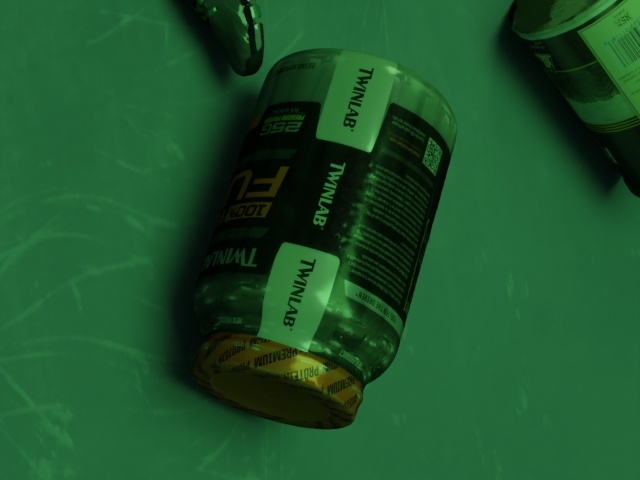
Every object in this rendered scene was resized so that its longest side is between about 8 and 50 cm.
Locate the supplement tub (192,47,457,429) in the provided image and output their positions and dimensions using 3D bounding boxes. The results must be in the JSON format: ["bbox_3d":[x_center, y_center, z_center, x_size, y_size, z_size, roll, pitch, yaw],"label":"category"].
[{"bbox_3d":[0.000,0.000,1.636,0.207,0.207,0.338,32,63,-33],"label":"supplement tub"}]

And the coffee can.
[{"bbox_3d":[0.384,-0.215,1.998,0.275,0.201,0.201,50,56,-23],"label":"coffee can"}]

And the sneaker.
[{"bbox_3d":[-0.129,-0.265,1.669,0.098,0.083,0.223,-17,90,-20],"label":"sneaker"}]
